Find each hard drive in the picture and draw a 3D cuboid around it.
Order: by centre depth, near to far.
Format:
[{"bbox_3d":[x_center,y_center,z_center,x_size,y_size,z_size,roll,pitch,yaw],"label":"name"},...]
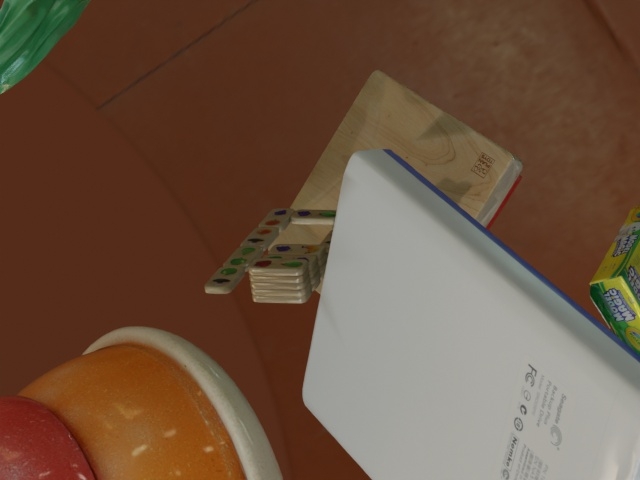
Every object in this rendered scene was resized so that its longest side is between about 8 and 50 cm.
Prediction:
[{"bbox_3d":[0.098,0.105,1.058,0.040,0.319,0.210,-8,123,-31],"label":"hard drive"}]

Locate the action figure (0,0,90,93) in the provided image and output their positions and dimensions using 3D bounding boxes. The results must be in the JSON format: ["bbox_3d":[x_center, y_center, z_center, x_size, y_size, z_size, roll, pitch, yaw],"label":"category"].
[{"bbox_3d":[-0.332,-0.226,1.780,0.063,0.232,0.137,54,19,26],"label":"action figure"}]

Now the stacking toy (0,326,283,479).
[{"bbox_3d":[-0.288,0.262,1.225,0.480,0.350,0.350,-7,81,-37],"label":"stacking toy"}]

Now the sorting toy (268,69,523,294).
[{"bbox_3d":[0.099,-0.028,1.917,0.089,0.257,0.255,24,100,-46],"label":"sorting toy"}]

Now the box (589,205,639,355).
[{"bbox_3d":[0.336,0.047,1.709,0.105,0.043,0.179,58,41,-17],"label":"box"}]

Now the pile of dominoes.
[{"bbox_3d":[0.000,0.000,1.758,0.251,0.196,0.040,-53,141,-62],"label":"pile of dominoes"}]
